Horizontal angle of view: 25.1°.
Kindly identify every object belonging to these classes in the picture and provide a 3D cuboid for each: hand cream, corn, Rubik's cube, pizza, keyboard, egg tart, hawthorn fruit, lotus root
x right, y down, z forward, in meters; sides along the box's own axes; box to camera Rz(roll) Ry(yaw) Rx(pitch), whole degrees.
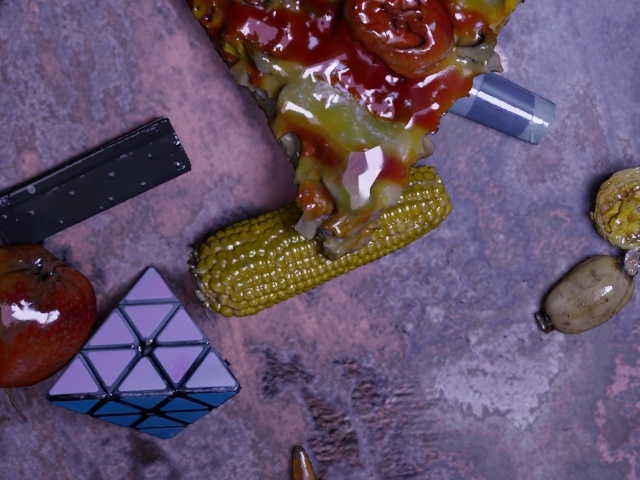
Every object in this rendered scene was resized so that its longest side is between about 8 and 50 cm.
[{"bbox_3d":[0.141,-0.180,1.611,0.255,0.048,0.079,24,95,-3],"label":"hand cream"},{"bbox_3d":[0.000,0.000,1.612,0.305,0.106,0.106,-21,103,1],"label":"corn"},{"bbox_3d":[-0.230,0.130,1.597,0.178,0.211,0.190,-9,69,-33],"label":"Rubik's cube"},{"bbox_3d":[0.048,-0.183,1.524,0.440,0.130,0.406,-1,85,2],"label":"pizza"},{"bbox_3d":[-0.262,-0.064,1.625,0.231,0.023,0.072,-25,110,3],"label":"keyboard"},{"bbox_3d":[0.373,-0.041,1.639,0.129,0.049,0.129,6,132,7],"label":"egg tart"},{"bbox_3d":[-0.347,0.106,1.602,0.162,0.162,0.203,26,112,-9],"label":"hawthorn fruit"},{"bbox_3d":[0.318,0.061,1.666,0.152,0.063,0.072,-41,91,14],"label":"lotus root"}]

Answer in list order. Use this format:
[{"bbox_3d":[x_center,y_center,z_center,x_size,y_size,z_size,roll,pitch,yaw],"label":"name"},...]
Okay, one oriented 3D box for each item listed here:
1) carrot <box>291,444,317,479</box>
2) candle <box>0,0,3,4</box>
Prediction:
[{"bbox_3d":[-0.007,0.369,1.726,0.061,0.061,0.257,-6,93,-2],"label":"carrot"},{"bbox_3d":[-0.492,-0.331,1.498,0.287,0.131,0.317,-36,101,7],"label":"candle"}]
